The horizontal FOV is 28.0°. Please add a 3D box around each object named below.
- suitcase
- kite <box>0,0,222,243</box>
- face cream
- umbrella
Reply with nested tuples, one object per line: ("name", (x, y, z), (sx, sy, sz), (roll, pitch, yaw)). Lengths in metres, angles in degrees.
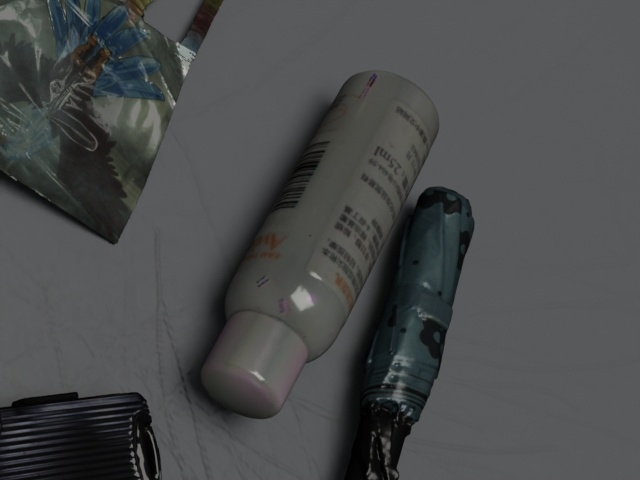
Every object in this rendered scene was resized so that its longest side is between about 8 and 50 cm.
("suitcase", (-0.152, 0.130, 0.718), (0.126, 0.059, 0.086), (-2, 76, -40))
("kite", (-0.134, -0.160, 0.848), (0.169, 0.015, 0.310), (43, 52, -29))
("face cream", (0.000, 0.000, 0.864), (0.082, 0.082, 0.269), (42, 53, -18))
("umbrella", (0.059, 0.070, 0.904), (0.052, 0.053, 0.250), (28, 60, -17))
